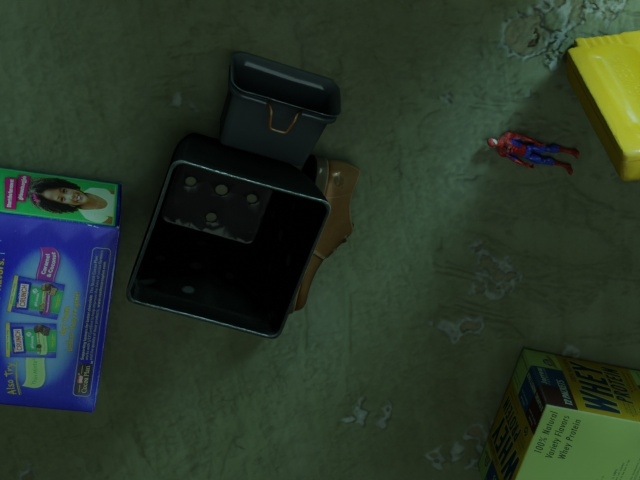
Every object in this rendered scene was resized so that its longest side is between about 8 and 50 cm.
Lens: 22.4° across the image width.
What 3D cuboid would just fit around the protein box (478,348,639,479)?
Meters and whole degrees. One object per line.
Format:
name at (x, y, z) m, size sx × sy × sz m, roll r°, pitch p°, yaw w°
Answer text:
protein box at (0.339, 0.274, 2.111) m, size 0.201 × 0.136 × 0.200 m, roll 12°, pitch 116°, yaw -13°

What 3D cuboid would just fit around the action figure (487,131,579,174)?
action figure at (0.257, -0.108, 1.964) m, size 0.115 × 0.030 × 0.038 m, roll 13°, pitch 120°, yaw -11°

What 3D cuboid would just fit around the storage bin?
storage bin at (-0.054, -0.143, 1.879) m, size 0.135 × 0.098 × 0.091 m, roll 14°, pitch 125°, yaw -13°

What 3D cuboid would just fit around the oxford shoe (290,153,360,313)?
oxford shoe at (0.000, 0.000, 1.969) m, size 0.076 × 0.076 × 0.212 m, roll 7°, pitch 118°, yaw -22°

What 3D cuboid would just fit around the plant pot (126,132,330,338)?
plant pot at (-0.114, -0.024, 1.887) m, size 0.188 × 0.167 × 0.187 m, roll 15°, pitch 115°, yaw -15°

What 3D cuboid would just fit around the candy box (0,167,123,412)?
candy box at (-0.410, 0.052, 1.920) m, size 0.317 × 0.122 × 0.268 m, roll 7°, pitch 118°, yaw -11°

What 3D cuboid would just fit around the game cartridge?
game cartridge at (0.458, -0.167, 1.809) m, size 0.323 × 0.285 × 0.053 m, roll -5°, pitch 122°, yaw -5°
